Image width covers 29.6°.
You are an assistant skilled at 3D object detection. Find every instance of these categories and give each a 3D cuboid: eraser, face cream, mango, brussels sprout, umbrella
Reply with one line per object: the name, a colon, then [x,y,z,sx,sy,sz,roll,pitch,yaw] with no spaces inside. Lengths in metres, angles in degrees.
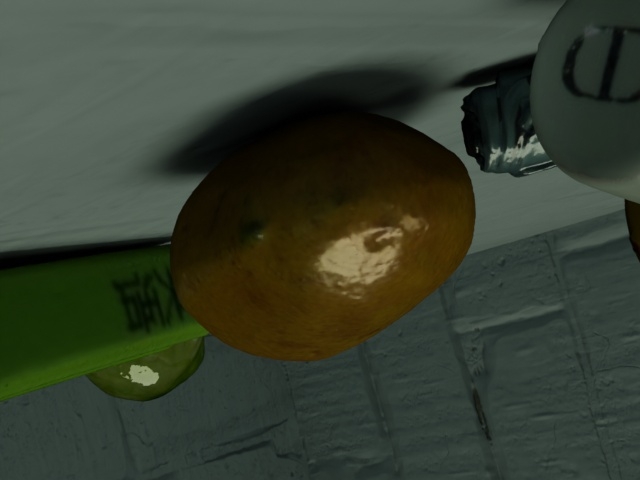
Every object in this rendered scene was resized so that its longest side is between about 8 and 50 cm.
eraser: [-0.230,0.070,0.840,0.210,0.092,0.274,-17,176,27]
face cream: [0.215,-0.032,0.497,0.314,0.089,0.143,11,-172,-38]
mango: [0.000,0.000,0.571,0.147,0.109,0.227,-10,174,-2]
brussels sprout: [-0.209,0.128,1.428,0.152,0.122,0.149,-15,179,16]
umbrella: [0.188,-0.081,0.563,0.250,0.052,0.053,-14,141,2]

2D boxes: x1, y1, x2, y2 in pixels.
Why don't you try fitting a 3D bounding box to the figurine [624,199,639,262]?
figurine: [0.316,-0.034,0.745,0.228,0.215,0.215,3,168,-28]
